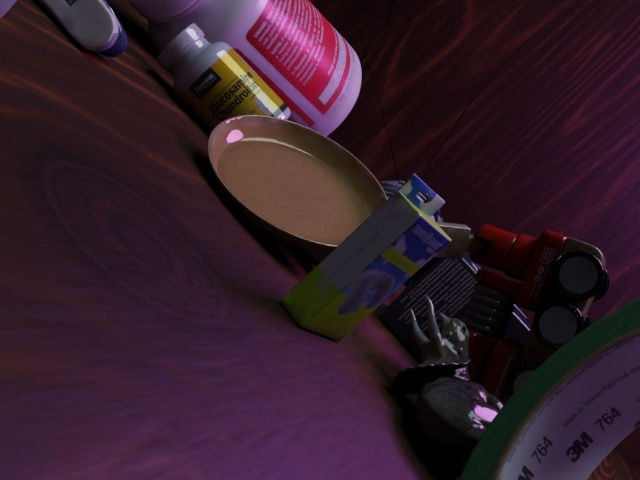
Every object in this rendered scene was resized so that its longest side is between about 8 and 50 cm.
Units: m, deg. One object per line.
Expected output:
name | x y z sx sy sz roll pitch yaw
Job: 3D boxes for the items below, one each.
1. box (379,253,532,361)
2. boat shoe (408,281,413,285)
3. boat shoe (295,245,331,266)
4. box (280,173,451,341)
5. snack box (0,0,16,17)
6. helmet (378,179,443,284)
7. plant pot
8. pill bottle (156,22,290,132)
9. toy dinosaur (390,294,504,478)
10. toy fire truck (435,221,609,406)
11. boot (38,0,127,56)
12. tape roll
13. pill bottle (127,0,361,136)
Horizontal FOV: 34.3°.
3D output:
box | 0.229 0.151 1.448 0.270 0.143 0.165 48 8 7
boat shoe | 0.217 0.075 2.029 0.065 0.075 0.206 54 15 28
boat shoe | 0.000 0.000 1.295 0.226 0.083 0.075 50 -19 28
box | 0.054 0.021 1.023 0.042 0.178 0.109 51 9 25
snack box | -0.393 -0.341 0.889 0.322 0.060 0.187 50 8 24
helmet | 0.114 -0.019 1.689 0.169 0.169 0.161 29 36 -66
plant pot | -0.028 -0.064 1.234 0.236 0.032 0.236 20 36 -15
pill bottle | -0.137 -0.208 1.439 0.184 0.103 0.103 45 8 -7
toy dinosaur | 0.148 0.191 1.035 0.160 0.121 0.313 33 15 -11
toy fire truck | 0.194 0.073 1.239 0.246 0.217 0.158 22 3 20
boot | -0.294 -0.288 1.180 0.190 0.069 0.086 55 1 0
tape roll | 0.226 0.162 0.709 0.077 0.321 0.321 44 8 -15
pill bottle | -0.126 -0.335 1.673 0.408 0.229 0.229 39 11 -47
